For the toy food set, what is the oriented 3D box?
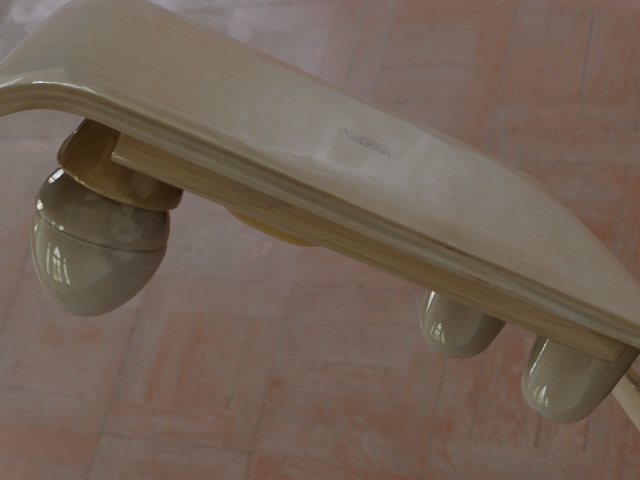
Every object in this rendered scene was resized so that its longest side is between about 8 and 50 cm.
[{"bbox_3d":[0.000,0.000,0.488,0.220,0.306,0.092,-103,37,-71],"label":"toy food set"}]
